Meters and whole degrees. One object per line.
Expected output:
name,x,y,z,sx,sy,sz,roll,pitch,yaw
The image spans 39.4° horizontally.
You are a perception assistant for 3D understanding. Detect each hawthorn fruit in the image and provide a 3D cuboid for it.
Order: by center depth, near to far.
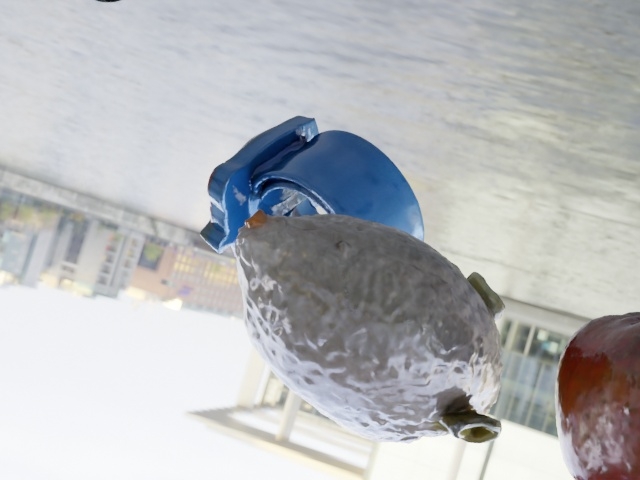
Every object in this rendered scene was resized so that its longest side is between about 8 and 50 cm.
hawthorn fruit,0.277,0.158,0.739,0.179,0.201,0.179,15,177,1

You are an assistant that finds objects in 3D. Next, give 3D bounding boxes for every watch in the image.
watch,0.000,0.000,1.288,0.274,0.241,0.305,26,141,33

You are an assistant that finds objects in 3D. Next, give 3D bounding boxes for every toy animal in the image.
toy animal,0.055,0.083,0.870,0.226,0.188,0.358,-9,143,36

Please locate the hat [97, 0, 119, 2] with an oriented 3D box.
hat,-0.342,-0.444,1.446,0.121,0.121,0.050,18,153,-28
